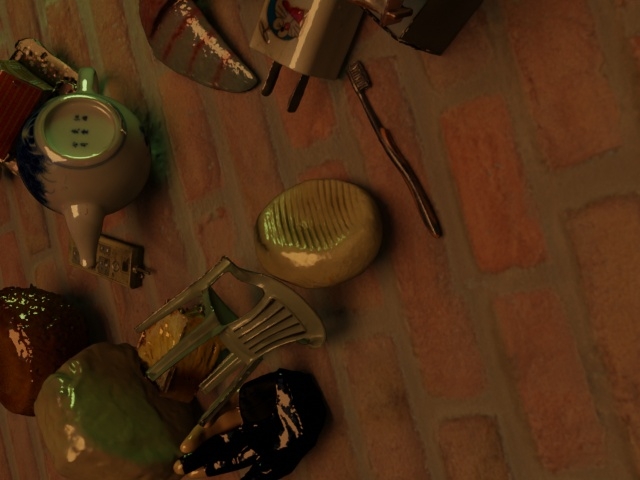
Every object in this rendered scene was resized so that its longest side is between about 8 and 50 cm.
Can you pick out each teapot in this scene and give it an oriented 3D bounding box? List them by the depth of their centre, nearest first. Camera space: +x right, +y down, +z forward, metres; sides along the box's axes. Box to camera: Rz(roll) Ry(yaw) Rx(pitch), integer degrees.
[{"bbox_3d":[-0.469,-0.157,1.394,0.280,0.253,0.423,118,148,-64],"label":"teapot"}]

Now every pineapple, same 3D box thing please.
[{"bbox_3d":[-0.271,0.213,1.337,0.236,0.115,0.186,-31,50,40],"label":"pineapple"}]

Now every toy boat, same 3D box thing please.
[{"bbox_3d":[-0.224,-0.368,1.289,0.282,0.096,0.206,49,127,6],"label":"toy boat"}]

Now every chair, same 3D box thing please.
[{"bbox_3d":[-0.143,0.160,1.165,0.275,0.203,0.190,-41,25,1],"label":"chair"}]

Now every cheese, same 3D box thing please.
[{"bbox_3d":[-0.375,0.342,1.333,0.326,0.318,0.115,36,114,-10],"label":"cheese"}]

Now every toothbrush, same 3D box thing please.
[{"bbox_3d":[0.114,-0.145,1.098,0.031,0.023,0.320,-32,77,36],"label":"toothbrush"}]

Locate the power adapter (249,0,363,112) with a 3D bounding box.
[{"bbox_3d":[-0.034,-0.313,1.119,0.130,0.125,0.204,33,112,27],"label":"power adapter"}]

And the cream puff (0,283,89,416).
[{"bbox_3d":[-0.629,0.241,1.553,0.303,0.212,0.302,13,111,37],"label":"cream puff"}]

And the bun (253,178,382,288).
[{"bbox_3d":[0.000,0.000,1.121,0.223,0.222,0.127,10,141,34],"label":"bun"}]

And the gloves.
[{"bbox_3d":[-0.125,0.357,1.239,0.301,0.152,0.197,-27,72,9],"label":"gloves"}]

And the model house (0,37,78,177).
[{"bbox_3d":[-0.663,-0.271,1.495,0.207,0.154,0.294,38,107,-1],"label":"model house"}]

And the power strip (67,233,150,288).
[{"bbox_3d":[-0.462,0.039,1.516,0.268,0.034,0.092,15,103,33],"label":"power strip"}]

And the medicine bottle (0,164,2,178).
[{"bbox_3d":[-0.794,-0.245,1.665,0.122,0.122,0.212,24,109,31],"label":"medicine bottle"}]

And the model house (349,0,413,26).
[{"bbox_3d":[0.137,-0.429,0.797,0.169,0.244,0.325,26,123,21],"label":"model house"}]

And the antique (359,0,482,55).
[{"bbox_3d":[0.136,-0.368,0.980,0.146,0.152,0.148,50,118,19],"label":"antique"}]
